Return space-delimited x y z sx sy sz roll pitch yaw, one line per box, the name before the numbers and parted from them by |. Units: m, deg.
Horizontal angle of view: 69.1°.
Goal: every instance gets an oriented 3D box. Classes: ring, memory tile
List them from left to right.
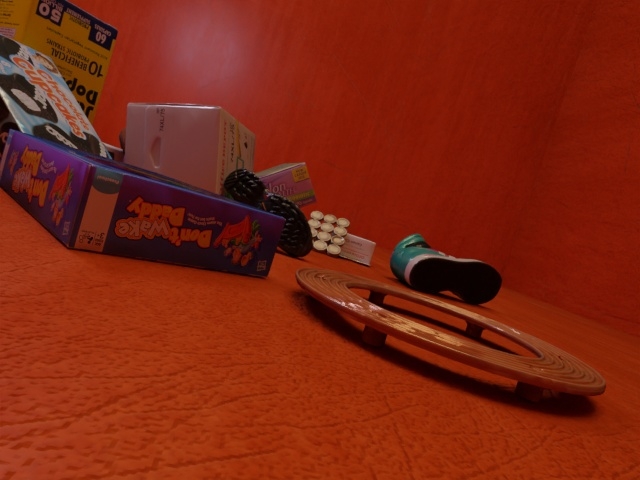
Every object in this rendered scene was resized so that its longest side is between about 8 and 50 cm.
memory tile | 0.013 -0.019 1.231 0.113 0.012 0.148 15 43 6
ring | 0.129 0.097 0.522 0.337 0.032 0.336 17 3 -1

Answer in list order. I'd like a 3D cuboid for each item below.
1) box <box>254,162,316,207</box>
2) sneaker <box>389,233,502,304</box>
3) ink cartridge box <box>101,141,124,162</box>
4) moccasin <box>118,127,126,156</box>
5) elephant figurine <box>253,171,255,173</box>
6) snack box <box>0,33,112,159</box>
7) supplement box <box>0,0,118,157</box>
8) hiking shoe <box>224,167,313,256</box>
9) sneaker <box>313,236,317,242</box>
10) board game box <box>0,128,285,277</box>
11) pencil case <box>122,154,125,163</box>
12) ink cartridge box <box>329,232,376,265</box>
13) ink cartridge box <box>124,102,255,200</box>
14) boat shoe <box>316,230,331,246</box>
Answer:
box | -0.157 -0.142 1.371 0.213 0.117 0.243 -21 14 -15
sneaker | 0.284 0.068 1.132 0.295 0.124 0.178 15 14 -30
ink cartridge box | -0.754 -0.280 1.482 0.172 0.100 0.237 19 2 17
moccasin | -0.532 -0.274 1.606 0.147 0.139 0.380 -25 -32 14
elephant figurine | -0.281 -0.153 1.603 0.239 0.169 0.186 -3 -44 52
snack box | -0.498 -0.226 0.815 0.322 0.060 0.187 55 13 12
supplement box | -0.635 -0.351 1.037 0.195 0.356 0.194 18 3 28
hiking shoe | -0.096 -0.050 0.947 0.227 0.086 0.114 46 -9 13
sneaker | -0.072 -0.042 1.324 0.084 0.083 0.215 18 4 -33
board game box | -0.246 -0.054 0.603 0.233 0.078 0.347 15 4 -45
pencil case | -0.455 -0.188 1.416 0.306 0.119 0.133 19 27 3
ink cartridge box | 0.088 0.017 1.316 0.115 0.067 0.198 17 4 -4
ink cartridge box | -0.276 -0.170 1.031 0.197 0.198 0.270 4 2 6
boat shoe | 0.000 0.000 1.342 0.049 0.043 0.137 31 0 -12
